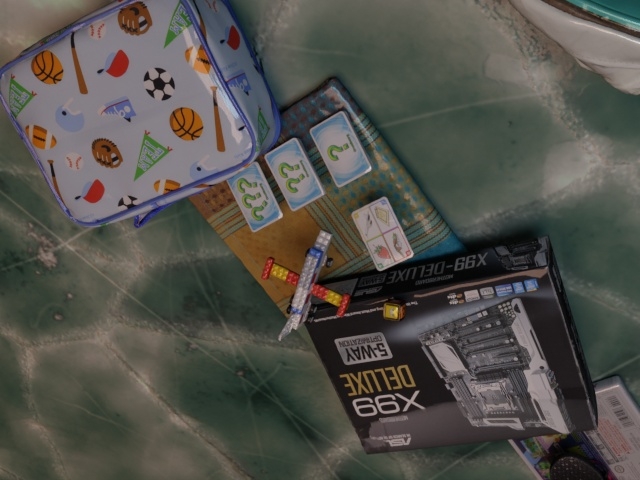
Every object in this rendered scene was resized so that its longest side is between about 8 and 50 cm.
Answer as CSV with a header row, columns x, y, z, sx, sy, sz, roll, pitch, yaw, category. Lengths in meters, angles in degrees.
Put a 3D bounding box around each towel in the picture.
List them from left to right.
x,y,z,sx,sy,sz,roll,pitch,yaw,category
0.026,0.005,1.024,0.271,0.040,0.370,-29,109,28,towel

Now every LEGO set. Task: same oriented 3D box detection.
x,y,z,sx,sy,sz,roll,pitch,yaw,category
0.000,0.000,0.924,0.183,0.060,0.244,-26,89,26,LEGO set

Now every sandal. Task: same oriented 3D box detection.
x,y,z,sx,sy,sz,roll,pitch,yaw,category
0.377,0.335,1.120,0.067,0.040,0.179,-27,127,35,sandal

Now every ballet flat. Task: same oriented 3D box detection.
x,y,z,sx,sy,sz,roll,pitch,yaw,category
0.358,-0.188,0.762,0.401,0.139,0.139,11,124,8,ballet flat

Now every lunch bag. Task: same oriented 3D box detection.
x,y,z,sx,sy,sz,roll,pitch,yaw,category
-0.210,-0.147,0.931,0.304,0.115,0.243,-18,110,25,lunch bag

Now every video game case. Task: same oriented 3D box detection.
x,y,z,sx,sy,sz,roll,pitch,yaw,category
0.376,0.290,1.123,0.183,0.023,0.201,-27,113,28,video game case

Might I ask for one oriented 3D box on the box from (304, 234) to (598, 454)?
x,y,z,sx,sy,sz,roll,pitch,yaw,category
0.161,0.140,0.997,0.308,0.076,0.242,-12,116,23,box
